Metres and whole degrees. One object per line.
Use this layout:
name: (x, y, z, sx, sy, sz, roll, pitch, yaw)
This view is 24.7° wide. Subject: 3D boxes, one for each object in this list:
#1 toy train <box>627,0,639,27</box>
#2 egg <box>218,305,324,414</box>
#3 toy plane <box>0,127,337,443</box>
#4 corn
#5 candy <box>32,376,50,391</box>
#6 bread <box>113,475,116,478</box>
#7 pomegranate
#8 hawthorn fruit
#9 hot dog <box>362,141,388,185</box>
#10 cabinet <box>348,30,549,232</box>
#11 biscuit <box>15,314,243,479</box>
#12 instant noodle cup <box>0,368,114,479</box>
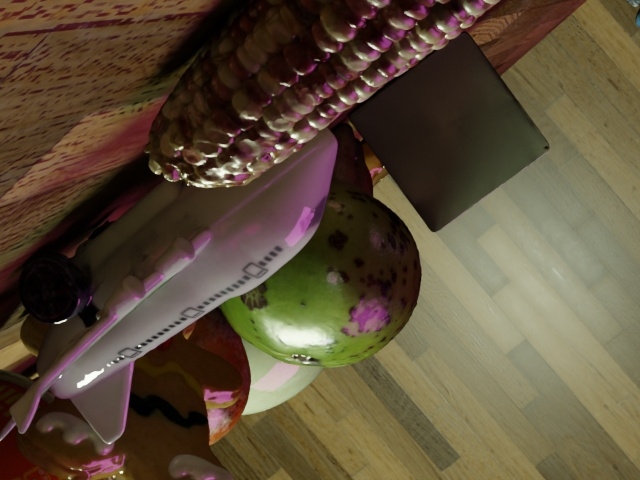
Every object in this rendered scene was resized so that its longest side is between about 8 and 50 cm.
toy train: (0.359, -0.332, 1.440, 0.202, 0.131, 0.300, -48, 179, -1)
egg: (-0.073, 0.095, 1.682, 0.253, 0.186, 0.186, -36, 176, -36)
toy plane: (-0.089, 0.013, 0.823, 0.255, 0.101, 0.251, -46, 176, 25)
corn: (0.016, -0.097, 0.619, 0.237, 0.079, 0.079, -40, 179, 30)
candy: (-0.285, 0.195, 1.266, 0.143, 0.101, 0.271, -48, 180, 35)
bread: (-0.268, 0.219, 1.689, 0.260, 0.129, 0.134, -41, 171, -10)
pomegranate: (0.000, 0.000, 1.429, 0.214, 0.214, 0.248, 136, -33, -64)
hawthorn fruit: (-0.154, 0.139, 1.487, 0.173, 0.173, 0.173, -40, 178, -2)
hot dog: (0.058, -0.093, 1.907, 0.140, 0.060, 0.090, -45, -179, 19)
cabinet: (0.133, -0.111, 1.527, 0.145, 0.150, 0.206, -36, 179, 5)
biscuit: (-0.124, 0.085, 0.984, 0.240, 0.158, 0.035, -98, -149, -56)
instant noodle cup: (-0.261, 0.206, 0.922, 0.193, 0.193, 0.212, -42, 170, 38)
